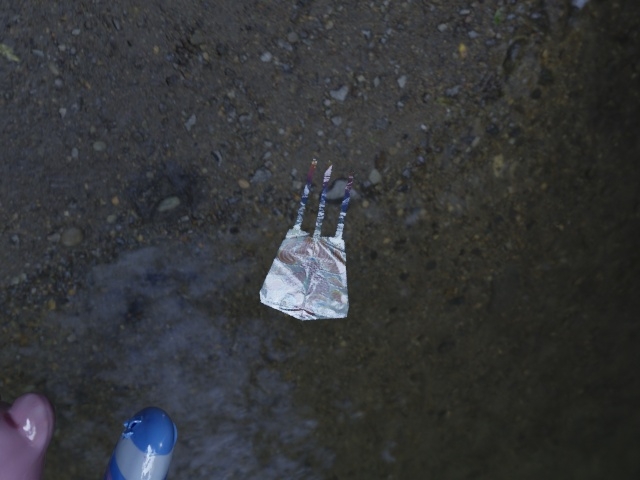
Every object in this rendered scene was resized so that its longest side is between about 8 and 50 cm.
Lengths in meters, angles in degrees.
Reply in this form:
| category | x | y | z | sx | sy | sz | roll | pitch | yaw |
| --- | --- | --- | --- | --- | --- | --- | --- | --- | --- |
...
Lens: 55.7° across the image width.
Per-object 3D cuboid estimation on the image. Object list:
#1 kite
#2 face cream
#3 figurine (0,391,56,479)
| category | x | y | z | sx | sy | sz | roll | pitch | yaw |
| --- | --- | --- | --- | --- | --- | --- | --- | --- | --- |
| kite | -0.001 | 0.000 | 0.863 | 0.127 | 0.016 | 0.230 | 16 | 84 | -9 |
| face cream | -0.279 | 0.360 | 0.892 | 0.083 | 0.149 | 0.264 | 14 | 111 | -26 |
| figurine | -0.591 | 0.397 | 1.040 | 0.269 | 0.211 | 0.262 | 12 | 108 | 18 |
